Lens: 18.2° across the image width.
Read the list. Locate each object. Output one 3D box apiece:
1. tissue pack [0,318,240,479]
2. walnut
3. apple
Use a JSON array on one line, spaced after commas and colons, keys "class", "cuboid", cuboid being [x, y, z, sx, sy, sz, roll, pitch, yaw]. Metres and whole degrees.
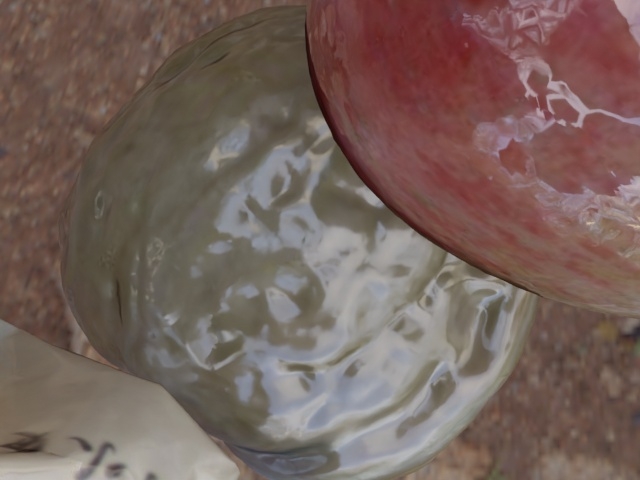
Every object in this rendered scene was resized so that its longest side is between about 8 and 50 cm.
[{"class": "tissue pack", "cuboid": [-0.269, 0.074, 0.666, 0.390, 0.195, 0.375, -42, 79, 13]}, {"class": "walnut", "cuboid": [-0.001, -0.001, 0.994, 0.248, 0.248, 0.248, 2, 122, 3]}, {"class": "apple", "cuboid": [0.166, -0.116, 0.759, 0.269, 0.345, 0.345, 35, 119, -5]}]
